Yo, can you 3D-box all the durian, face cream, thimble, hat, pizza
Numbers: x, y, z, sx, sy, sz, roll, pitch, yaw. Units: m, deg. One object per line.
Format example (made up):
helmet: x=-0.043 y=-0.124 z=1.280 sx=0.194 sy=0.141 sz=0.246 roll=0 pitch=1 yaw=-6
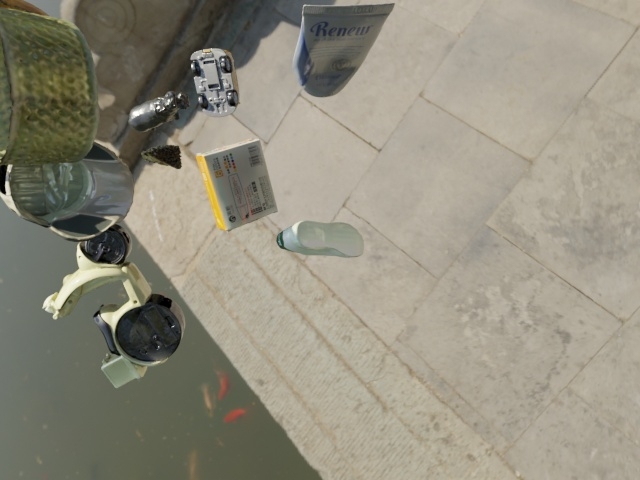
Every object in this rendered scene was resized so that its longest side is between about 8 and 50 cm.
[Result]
durian: x=-0.354 y=-0.195 z=1.148 sx=0.066 sy=0.130 sz=0.052 roll=9 pitch=89 yaw=15
face cream: x=0.034 y=-0.539 z=1.421 sx=0.234 sy=0.420 sz=0.137 roll=-6 pitch=80 yaw=-12
thimble: x=-0.521 y=-0.268 z=0.889 sx=0.270 sy=0.150 sz=0.271 roll=9 pitch=105 yaw=40
hat: x=-0.566 y=-0.130 z=1.133 sx=0.161 sy=0.274 sz=0.232 roll=-133 pitch=50 yaw=-65
pizza: x=-0.800 y=-0.569 z=1.264 sx=0.195 sy=0.185 sz=0.053 roll=-6 pitch=87 yaw=18

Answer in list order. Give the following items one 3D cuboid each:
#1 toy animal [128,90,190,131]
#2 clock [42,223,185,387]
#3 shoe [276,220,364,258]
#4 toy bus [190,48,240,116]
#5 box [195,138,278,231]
toy animal: x=-0.641 y=-0.533 z=2.039 sx=0.342 sy=0.168 sz=0.106 roll=-11 pitch=99 yaw=40
clock: x=-0.521 y=0.169 z=1.268 sx=0.276 sy=0.120 sz=0.379 roll=-32 pitch=104 yaw=1
shoe: x=0.000 y=0.000 z=1.349 sx=0.110 sy=0.264 sz=0.095 roll=-15 pitch=71 yaw=42
toy bus: x=-0.333 y=-0.521 z=1.649 sx=0.125 sy=0.136 sz=0.210 roll=-4 pitch=114 yaw=10
box: x=-0.282 y=-0.192 z=1.724 sx=0.091 sy=0.220 sz=0.274 roll=15 pitch=122 yaw=56
